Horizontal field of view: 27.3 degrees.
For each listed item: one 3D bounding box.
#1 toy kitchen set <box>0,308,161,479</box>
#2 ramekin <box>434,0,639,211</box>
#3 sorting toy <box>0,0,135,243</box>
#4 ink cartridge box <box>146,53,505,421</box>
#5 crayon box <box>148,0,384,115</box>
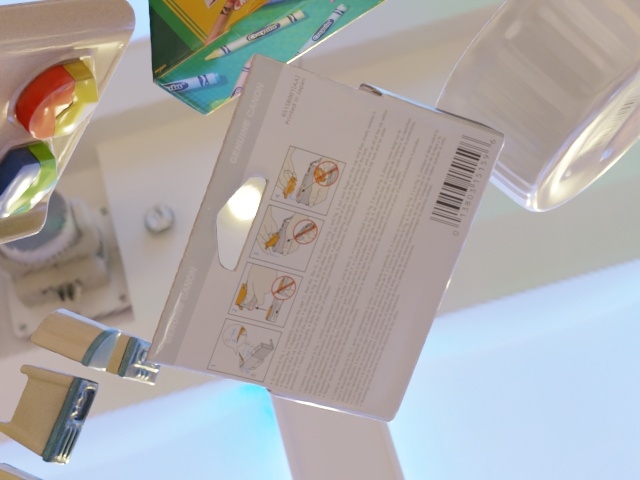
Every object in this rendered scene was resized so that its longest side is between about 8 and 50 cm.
[{"bbox_3d":[-0.217,0.188,1.268,0.122,0.166,0.207,20,-96,18],"label":"toy kitchen set"},{"bbox_3d":[0.254,-0.158,1.333,0.277,0.277,0.135,-40,-109,-13],"label":"ramekin"},{"bbox_3d":[-0.221,-0.062,0.870,0.038,0.208,0.193,45,-144,20],"label":"sorting toy"},{"bbox_3d":[0.000,0.000,1.116,0.239,0.060,0.275,16,-79,-23],"label":"ink cartridge box"},{"bbox_3d":[-0.040,-0.262,1.266,0.278,0.081,0.165,-29,-130,27],"label":"crayon box"}]
